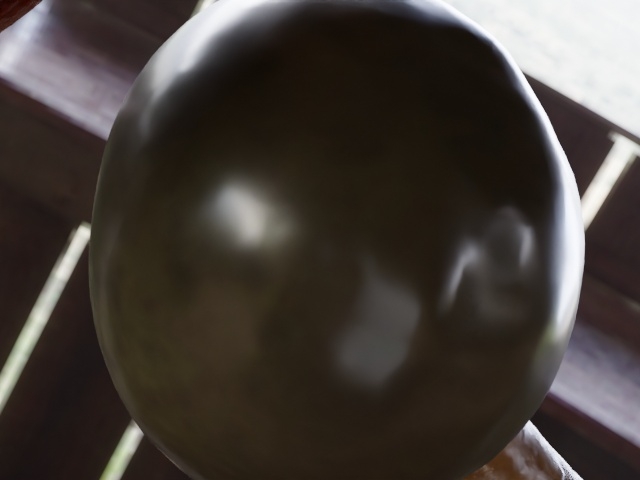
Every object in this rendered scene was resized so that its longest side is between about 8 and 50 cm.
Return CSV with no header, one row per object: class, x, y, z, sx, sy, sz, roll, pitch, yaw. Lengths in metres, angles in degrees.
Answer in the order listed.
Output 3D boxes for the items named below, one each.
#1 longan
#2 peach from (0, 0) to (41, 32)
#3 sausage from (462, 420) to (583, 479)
longan,0.000,0.000,0.764,0.248,0.248,0.248,26,17,-8
peach,-0.195,-0.175,0.668,0.281,0.281,0.238,46,-3,45
sausage,0.154,0.193,1.405,0.270,0.109,0.109,50,10,-19
